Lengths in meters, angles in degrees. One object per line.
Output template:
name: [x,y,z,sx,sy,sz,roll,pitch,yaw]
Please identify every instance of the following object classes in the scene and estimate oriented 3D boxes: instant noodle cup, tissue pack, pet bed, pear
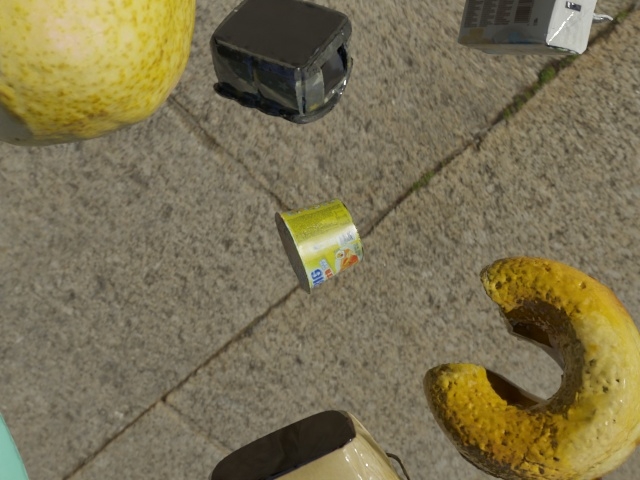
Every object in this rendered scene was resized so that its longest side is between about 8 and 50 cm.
instant noodle cup: [0.000,0.000,1.600,0.153,0.205,0.204,-24,113,-8]
tissue pack: [0.371,-0.401,1.200,0.145,0.229,0.159,5,101,-30]
pet bed: [-0.061,-0.296,1.185,0.211,0.183,0.159,23,149,20]
pear: [-0.231,-0.209,0.556,0.271,0.271,0.271,1,116,3]

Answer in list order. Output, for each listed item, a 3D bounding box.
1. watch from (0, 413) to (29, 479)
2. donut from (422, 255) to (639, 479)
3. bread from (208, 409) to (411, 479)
watch: [-0.389,0.252,0.729,0.195,0.068,0.237,-31,86,26]
donut: [0.400,0.237,1.271,0.163,0.378,0.435,35,81,-53]
bread: [-0.006,0.302,0.738,0.224,0.142,0.211,-24,106,-3]
